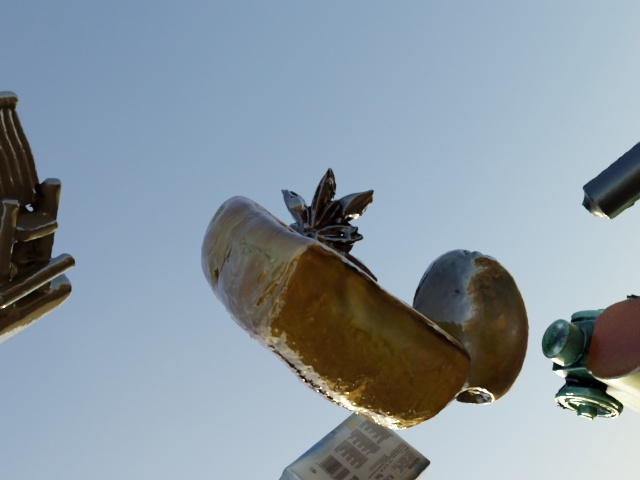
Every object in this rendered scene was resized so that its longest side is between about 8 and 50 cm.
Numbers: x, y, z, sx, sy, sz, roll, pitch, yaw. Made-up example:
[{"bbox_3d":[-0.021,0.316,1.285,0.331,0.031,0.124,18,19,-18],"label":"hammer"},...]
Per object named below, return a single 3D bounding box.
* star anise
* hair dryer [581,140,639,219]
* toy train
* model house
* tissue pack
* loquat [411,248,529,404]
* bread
[{"bbox_3d":[-0.003,-0.002,1.474,0.129,0.212,0.283,34,-125,-62],"label":"star anise"},{"bbox_3d":[0.396,-0.165,0.888,0.302,0.244,0.116,-42,-2,18],"label":"hair dryer"},{"bbox_3d":[0.364,0.145,0.769,0.285,0.177,0.116,27,-113,-16],"label":"toy train"},{"bbox_3d":[-0.282,-0.012,0.570,0.229,0.122,0.188,-38,-36,-61],"label":"model house"},{"bbox_3d":[0.043,0.411,1.286,0.229,0.159,0.145,-27,-34,-51],"label":"tissue pack"},{"bbox_3d":[0.215,0.122,1.141,0.179,0.179,0.228,46,-141,-57],"label":"loquat"},{"bbox_3d":[-0.004,0.092,0.999,0.337,0.328,0.148,37,-93,-30],"label":"bread"}]
